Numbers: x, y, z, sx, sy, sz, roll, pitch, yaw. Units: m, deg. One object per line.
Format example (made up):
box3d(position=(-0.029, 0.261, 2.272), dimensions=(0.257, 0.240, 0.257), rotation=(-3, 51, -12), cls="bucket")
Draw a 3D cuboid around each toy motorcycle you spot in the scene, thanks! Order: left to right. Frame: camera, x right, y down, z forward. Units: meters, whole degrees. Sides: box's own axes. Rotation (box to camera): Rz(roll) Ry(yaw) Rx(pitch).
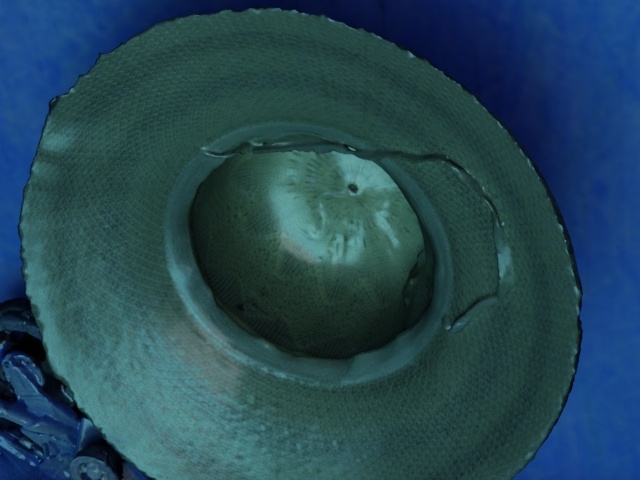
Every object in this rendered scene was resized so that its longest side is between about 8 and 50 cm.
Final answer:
box3d(position=(-0.124, 0.116, 0.933), dimensions=(0.114, 0.076, 0.205), rotation=(-18, 117, 34), cls="toy motorcycle")

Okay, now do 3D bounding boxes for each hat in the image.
box3d(position=(0.000, 0.000, 0.790), dimensions=(0.252, 0.110, 0.252), rotation=(9, 119, 16), cls="hat")
